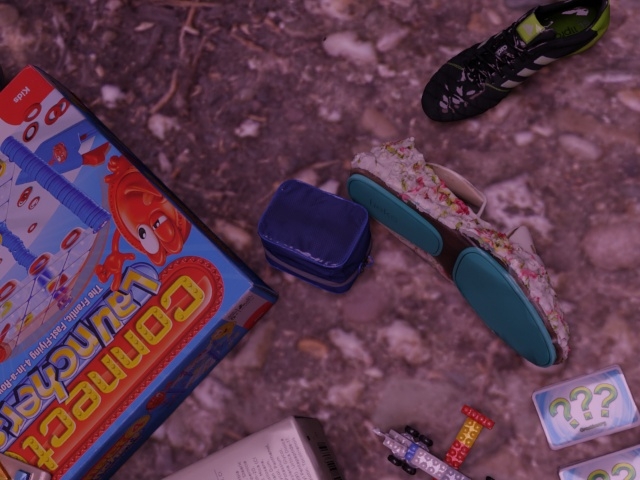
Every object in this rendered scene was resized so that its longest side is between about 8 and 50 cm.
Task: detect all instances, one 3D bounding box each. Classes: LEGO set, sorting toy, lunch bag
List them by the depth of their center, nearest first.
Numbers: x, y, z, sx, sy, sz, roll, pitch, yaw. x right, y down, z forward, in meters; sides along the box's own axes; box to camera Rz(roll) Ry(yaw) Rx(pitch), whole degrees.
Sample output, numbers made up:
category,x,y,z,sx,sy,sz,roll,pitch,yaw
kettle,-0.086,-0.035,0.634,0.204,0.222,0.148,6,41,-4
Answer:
category,x,y,z,sx,sy,sz,roll,pitch,yaw
LEGO set,0.150,0.214,0.676,0.244,0.060,0.183,-18,72,7
sorting toy,-0.255,0.215,0.687,0.062,0.012,0.083,16,82,14
lunch bag,0.000,0.000,0.746,0.098,0.065,0.067,25,68,16

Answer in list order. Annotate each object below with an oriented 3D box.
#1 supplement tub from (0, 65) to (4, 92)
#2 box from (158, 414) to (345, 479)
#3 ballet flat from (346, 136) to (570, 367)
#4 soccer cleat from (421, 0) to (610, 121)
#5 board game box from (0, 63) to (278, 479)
category,x,y,z,sx,sy,sz,roll,pitch,yaw
supplement tub,-0.412,-0.170,0.843,0.197,0.106,0.106,16,82,15
box,-0.109,0.249,0.699,0.275,0.094,0.113,-26,74,5
ballet flat,0.126,-0.003,0.716,0.241,0.091,0.077,44,64,12
soccer cleat,0.165,-0.163,0.743,0.178,0.072,0.060,-29,74,4
board game box,-0.252,0.055,0.773,0.302,0.086,0.308,43,89,16
